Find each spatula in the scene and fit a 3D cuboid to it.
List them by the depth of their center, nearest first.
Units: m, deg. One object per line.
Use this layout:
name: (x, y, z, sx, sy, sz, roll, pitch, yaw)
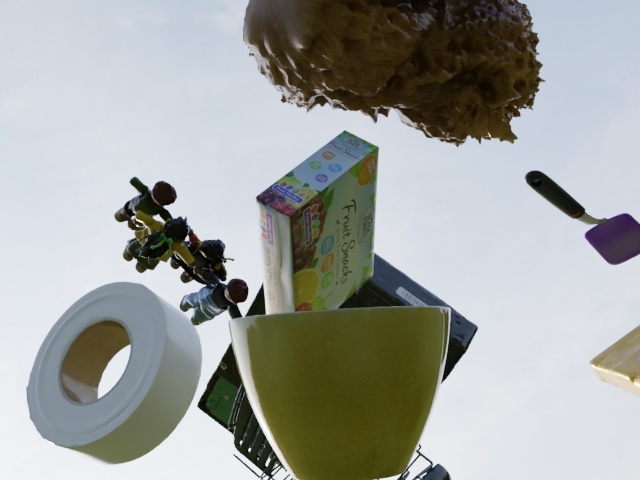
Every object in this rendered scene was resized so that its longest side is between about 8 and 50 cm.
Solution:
spatula: (0.393, -0.037, 1.234, 0.296, 0.030, 0.084, 26, -45, -38)

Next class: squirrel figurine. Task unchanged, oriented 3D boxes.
squirrel figurine: (0.104, -0.293, 0.819, 0.370, 0.281, 0.397, -7, -78, -46)

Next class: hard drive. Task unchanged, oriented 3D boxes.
hard drive: (0.007, 0.157, 1.018, 0.064, 0.237, 0.339, -44, -14, -54)

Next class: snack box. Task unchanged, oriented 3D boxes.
snack box: (0.000, 0.000, 0.640, 0.100, 0.037, 0.141, -42, -32, -33)

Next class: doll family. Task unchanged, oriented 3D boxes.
doll family: (-0.144, 0.017, 0.892, 0.193, 0.076, 0.111, 43, -41, -19)

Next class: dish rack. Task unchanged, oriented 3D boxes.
dish rack: (0.002, 0.255, 0.918, 0.074, 0.271, 0.208, -28, -32, -51)

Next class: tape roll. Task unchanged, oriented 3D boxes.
tape roll: (-0.335, 0.212, 1.349, 0.286, 0.286, 0.100, -34, -41, 9)

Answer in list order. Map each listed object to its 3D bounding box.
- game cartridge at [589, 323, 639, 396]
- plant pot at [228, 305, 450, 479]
game cartridge: (0.575, 0.135, 1.191, 0.285, 0.323, 0.053, -34, -82, -8)
plant pot: (0.014, 0.091, 0.499, 0.134, 0.095, 0.134, -4, -8, -1)
